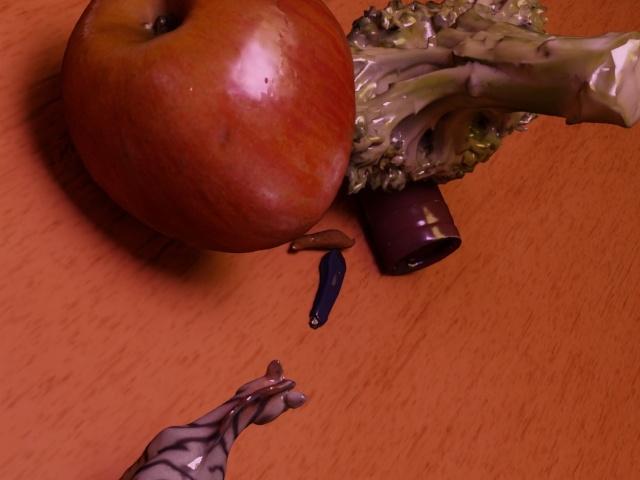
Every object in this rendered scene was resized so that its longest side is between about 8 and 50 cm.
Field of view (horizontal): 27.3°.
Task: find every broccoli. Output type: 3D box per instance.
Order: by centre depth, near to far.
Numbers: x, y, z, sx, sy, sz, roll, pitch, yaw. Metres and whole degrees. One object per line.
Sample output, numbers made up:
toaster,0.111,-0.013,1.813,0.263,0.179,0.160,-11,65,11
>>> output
broccoli,0.200,-0.191,1.474,0.275,0.397,0.353,47,38,-32

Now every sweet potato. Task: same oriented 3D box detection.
sweet potato,0.000,0.000,1.540,0.115,0.026,0.026,-4,66,-47

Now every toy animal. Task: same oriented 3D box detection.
toy animal,-0.129,0.207,1.091,0.090,0.170,0.255,42,54,-11

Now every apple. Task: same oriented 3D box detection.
apple,-0.117,-0.142,1.292,0.301,0.301,0.301,31,41,-32

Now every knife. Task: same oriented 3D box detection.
knife,0.007,0.056,1.508,0.031,0.018,0.121,48,35,-24

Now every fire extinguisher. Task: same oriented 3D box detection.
fire extinguisher,0.070,-0.126,1.677,0.138,0.102,0.344,57,10,-71
